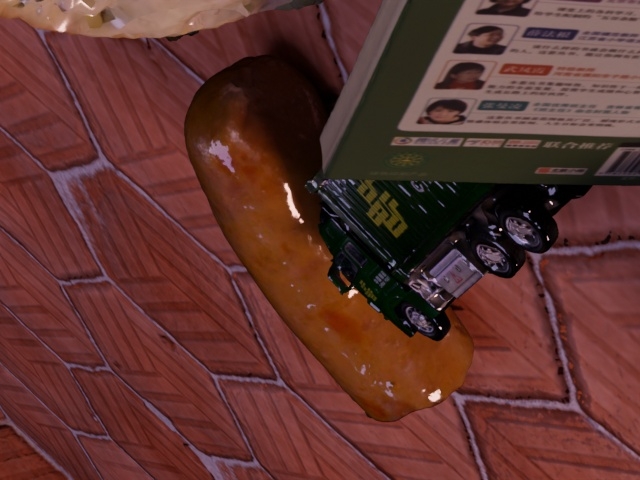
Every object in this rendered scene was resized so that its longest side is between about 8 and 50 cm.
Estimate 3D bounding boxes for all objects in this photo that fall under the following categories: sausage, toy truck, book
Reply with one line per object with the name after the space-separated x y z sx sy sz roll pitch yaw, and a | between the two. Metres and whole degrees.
0.001 -0.001 1.047 0.109 0.109 0.270 10 138 55 | sausage
0.073 -0.033 0.886 0.121 0.088 0.259 44 156 3 | toy truck
0.122 -0.084 0.623 0.264 0.202 0.027 117 152 -66 | book

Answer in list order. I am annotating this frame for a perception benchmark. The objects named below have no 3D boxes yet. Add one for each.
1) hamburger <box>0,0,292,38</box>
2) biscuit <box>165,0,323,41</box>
-0.098 -0.256 0.539 0.268 0.287 0.445 -14 156 26 | hamburger
-0.073 -0.206 0.915 0.273 0.036 0.187 5 134 58 | biscuit
